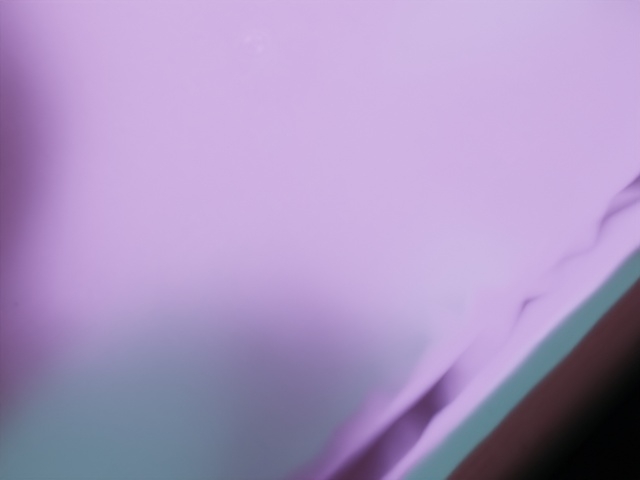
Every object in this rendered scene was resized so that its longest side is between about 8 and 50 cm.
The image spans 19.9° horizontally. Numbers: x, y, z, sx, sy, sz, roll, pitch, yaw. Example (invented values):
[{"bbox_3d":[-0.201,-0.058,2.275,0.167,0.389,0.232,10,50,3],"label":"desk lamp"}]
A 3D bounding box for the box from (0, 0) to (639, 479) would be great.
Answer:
[{"bbox_3d":[0.000,0.000,0.501,0.239,0.229,0.339,42,80,21],"label":"box"}]
